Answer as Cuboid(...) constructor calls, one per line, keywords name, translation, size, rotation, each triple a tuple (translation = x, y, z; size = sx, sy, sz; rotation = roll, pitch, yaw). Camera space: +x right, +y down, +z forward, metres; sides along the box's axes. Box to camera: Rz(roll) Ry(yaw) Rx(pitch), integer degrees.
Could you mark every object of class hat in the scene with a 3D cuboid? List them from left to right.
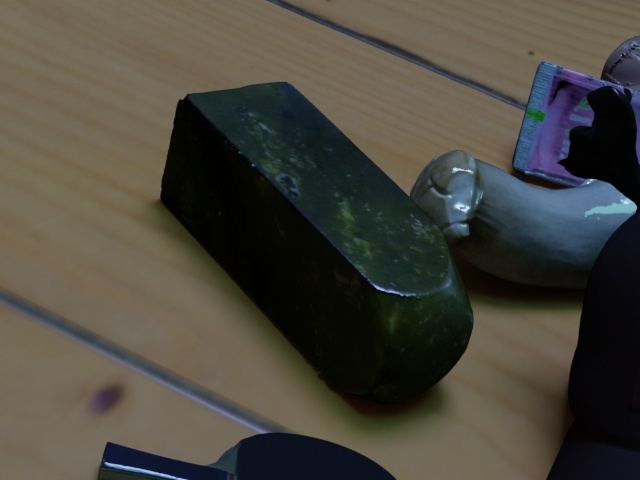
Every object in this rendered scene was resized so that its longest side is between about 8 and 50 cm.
Cuboid(name="hat", translation=(0.215, 0.040, 0.647), size=(0.238, 0.208, 0.336), rotation=(8, 24, 29))

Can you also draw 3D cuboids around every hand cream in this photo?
Cuboid(name="hand cream", translation=(0.280, -0.052, 0.976), size=(0.275, 0.050, 0.079), rotation=(16, 62, -4))

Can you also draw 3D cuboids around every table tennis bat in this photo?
Cuboid(name="table tennis bat", translation=(-0.027, 0.122, 0.629), size=(0.158, 0.014, 0.095), rotation=(14, 34, -8))

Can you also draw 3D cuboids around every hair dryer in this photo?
Cuboid(name="hair dryer", translation=(0.234, -0.099, 1.042), size=(0.182, 0.064, 0.117), rotation=(-15, 46, -29))

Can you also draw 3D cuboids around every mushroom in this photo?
Cuboid(name="mushroom", translation=(0.180, -0.014, 0.855), size=(0.278, 0.096, 0.099), rotation=(-3, 37, -22))

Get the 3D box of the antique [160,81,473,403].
Cuboid(name="antique", translation=(0.000, 0.000, 0.762), size=(0.080, 0.081, 0.221), rotation=(-14, 45, -36))
